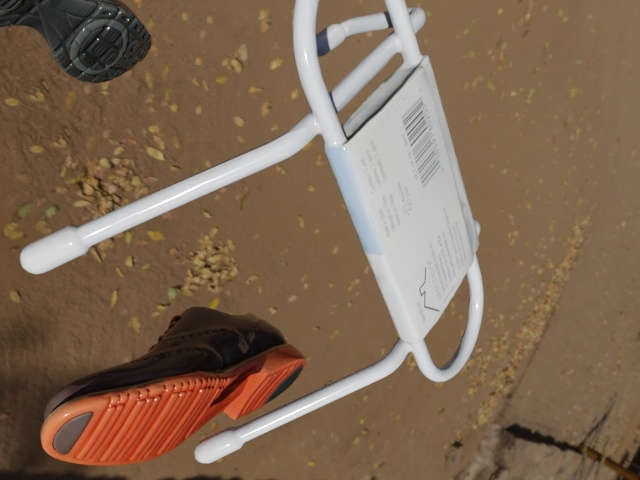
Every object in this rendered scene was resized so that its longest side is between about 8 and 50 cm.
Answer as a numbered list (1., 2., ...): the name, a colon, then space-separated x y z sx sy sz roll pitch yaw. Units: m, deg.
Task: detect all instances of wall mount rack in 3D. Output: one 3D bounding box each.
1. wall mount rack: 0.000 0.000 0.391 0.304 0.130 0.350 -49 130 -31

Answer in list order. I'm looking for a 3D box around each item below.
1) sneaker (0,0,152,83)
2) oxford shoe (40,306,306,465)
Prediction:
1. sneaker: -0.288 -0.266 0.561 0.109 0.130 0.286 -33 166 12
2. oxford shoe: -0.125 0.116 0.475 0.097 0.098 0.271 -52 155 17
